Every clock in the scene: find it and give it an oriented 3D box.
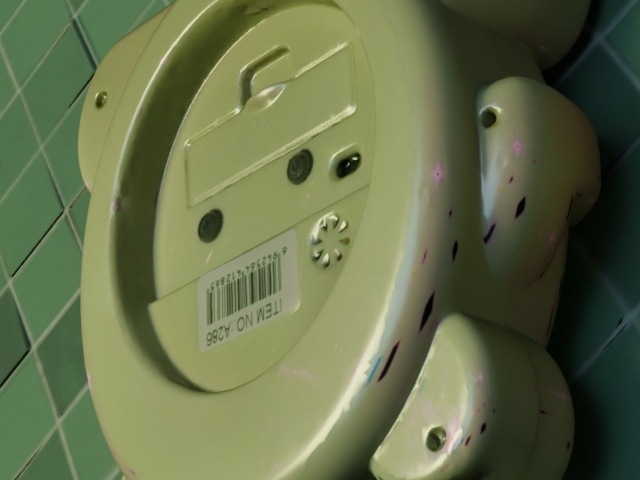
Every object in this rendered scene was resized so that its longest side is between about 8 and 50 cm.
[{"bbox_3d":[0.000,0.000,0.891,0.284,0.114,0.309,-27,54,37],"label":"clock"}]
